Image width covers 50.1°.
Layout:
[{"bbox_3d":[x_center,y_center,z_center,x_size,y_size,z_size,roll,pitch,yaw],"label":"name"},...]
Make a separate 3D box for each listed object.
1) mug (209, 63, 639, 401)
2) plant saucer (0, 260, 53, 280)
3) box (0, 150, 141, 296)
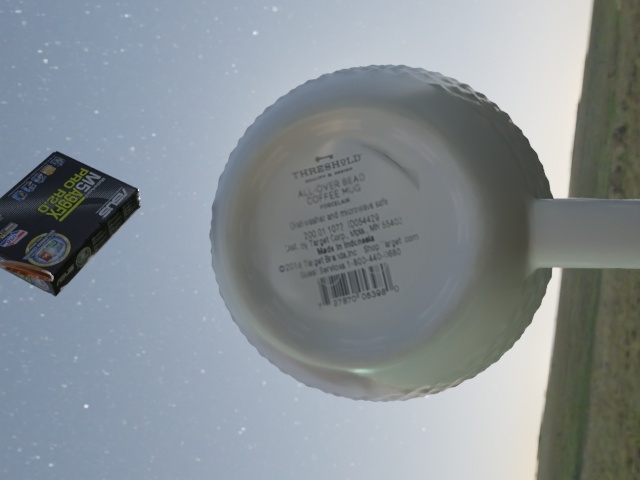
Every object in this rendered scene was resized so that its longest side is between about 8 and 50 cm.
[{"bbox_3d":[0.102,-0.007,0.558,0.328,0.373,0.277,-5,-86,-76],"label":"mug"},{"bbox_3d":[-0.474,0.048,1.108,0.083,0.083,0.013,46,-125,-65],"label":"plant saucer"},{"bbox_3d":[-0.526,-0.042,1.359,0.270,0.216,0.060,-55,-17,-36],"label":"box"}]
